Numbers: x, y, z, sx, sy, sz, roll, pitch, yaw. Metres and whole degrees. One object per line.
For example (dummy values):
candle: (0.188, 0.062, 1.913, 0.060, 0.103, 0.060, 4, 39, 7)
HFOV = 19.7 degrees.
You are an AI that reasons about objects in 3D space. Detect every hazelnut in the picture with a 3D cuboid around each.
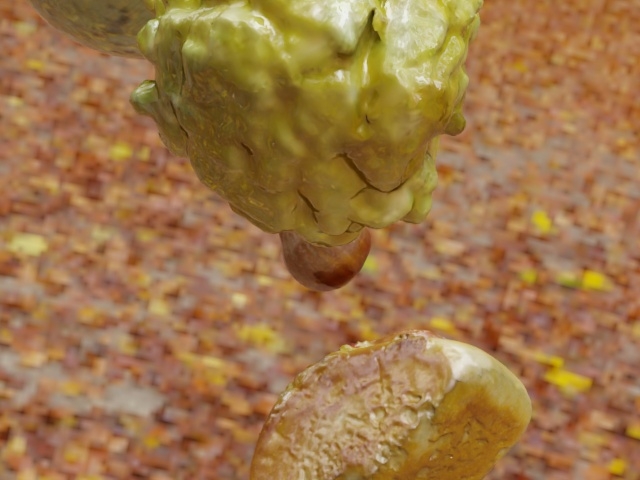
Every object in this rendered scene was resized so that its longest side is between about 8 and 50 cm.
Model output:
hazelnut: (0.000, 0.000, 1.524, 0.086, 0.086, 0.086, 12, 17, -4)

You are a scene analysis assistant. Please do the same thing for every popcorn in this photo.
popcorn: (0.001, -0.124, 1.217, 0.249, 0.249, 0.225, 19, 42, 18)

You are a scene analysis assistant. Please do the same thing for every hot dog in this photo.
hot dog: (0.039, 0.174, 1.536, 0.150, 0.256, 0.153, 45, -2, -42)

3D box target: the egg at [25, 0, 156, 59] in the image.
egg: (-0.136, -0.310, 1.593, 0.288, 0.287, 0.379, 8, -18, -16)
